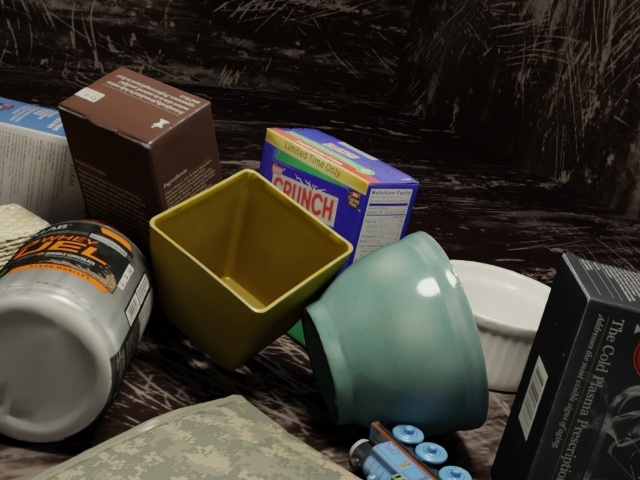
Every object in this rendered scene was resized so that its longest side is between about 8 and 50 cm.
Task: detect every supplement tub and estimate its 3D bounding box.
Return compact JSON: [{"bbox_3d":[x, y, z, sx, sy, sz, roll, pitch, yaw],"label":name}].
[{"bbox_3d":[-0.336,0.099,1.284,0.207,0.207,0.338,12,18,-5],"label":"supplement tub"}]

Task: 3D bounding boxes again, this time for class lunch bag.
[{"bbox_3d":[-0.127,0.287,0.928,0.287,0.168,0.235,-8,22,-41],"label":"lunch bag"}]

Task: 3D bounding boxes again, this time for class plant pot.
[{"bbox_3d":[-0.115,0.058,1.406,0.212,0.187,0.212,37,44,20],"label":"plant pot"},{"bbox_3d":[0.088,0.152,1.379,0.196,0.293,0.293,-15,25,-10],"label":"plant pot"}]

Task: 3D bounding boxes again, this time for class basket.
[{"bbox_3d":[-0.488,0.017,1.427,0.113,0.103,0.167,27,26,32],"label":"basket"}]

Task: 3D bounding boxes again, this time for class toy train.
[{"bbox_3d":[0.111,0.300,1.231,0.105,0.080,0.184,-6,27,-33],"label":"toy train"}]

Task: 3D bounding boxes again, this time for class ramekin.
[{"bbox_3d":[0.298,0.150,1.702,0.277,0.135,0.277,12,19,-4],"label":"ramekin"}]

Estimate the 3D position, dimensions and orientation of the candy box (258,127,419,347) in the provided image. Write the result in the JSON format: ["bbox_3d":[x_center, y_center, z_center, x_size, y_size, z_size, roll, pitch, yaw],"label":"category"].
[{"bbox_3d":[0.000,0.000,1.633,0.122,0.317,0.268,-3,25,-41],"label":"candy box"}]

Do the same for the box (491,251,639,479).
[{"bbox_3d":[0.422,0.230,1.234,0.313,0.343,0.179,13,17,-1],"label":"box"}]

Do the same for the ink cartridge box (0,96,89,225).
[{"bbox_3d":[-0.488,-0.080,1.587,0.396,0.270,0.151,14,22,2],"label":"ink cartridge box"}]

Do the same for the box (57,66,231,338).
[{"bbox_3d":[-0.252,-0.053,1.489,0.191,0.381,0.143,25,51,29],"label":"box"}]
